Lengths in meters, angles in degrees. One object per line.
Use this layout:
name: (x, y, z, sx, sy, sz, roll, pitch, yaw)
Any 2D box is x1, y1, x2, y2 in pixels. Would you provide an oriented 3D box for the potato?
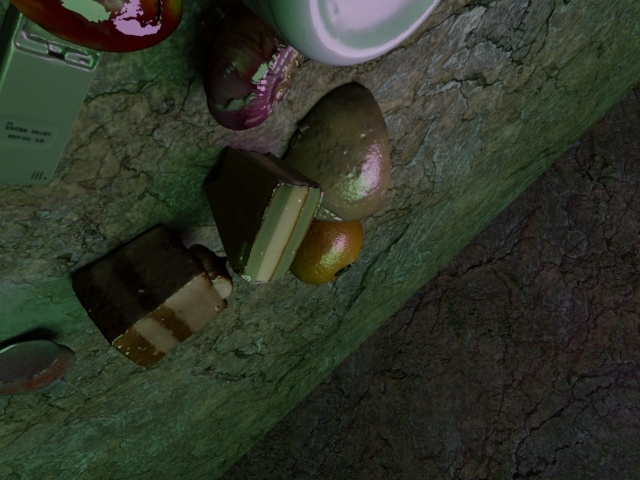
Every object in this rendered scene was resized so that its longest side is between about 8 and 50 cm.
potato: (0.045, -0.178, 1.117, 0.211, 0.189, 0.264, -22, 149, -32)

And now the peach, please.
peach: (-0.265, -0.317, 0.592, 0.279, 0.068, 0.189, -11, 127, -50)

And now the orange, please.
orange: (0.000, 0.000, 1.317, 0.236, 0.236, 0.236, -31, 153, -18)

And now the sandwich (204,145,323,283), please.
sandwich: (-0.139, -0.058, 1.047, 0.155, 0.198, 0.227, 1, 119, -52)

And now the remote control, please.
remote control: (-0.389, -0.199, 0.683, 0.123, 0.038, 0.285, -3, 134, -53)

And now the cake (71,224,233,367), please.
cake: (-0.332, 0.096, 1.057, 0.293, 0.199, 0.196, -38, 150, -14)

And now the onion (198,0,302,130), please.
onion: (-0.116, -0.289, 0.783, 0.230, 0.163, 0.230, -156, -90, -83)

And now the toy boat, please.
toy boat: (-0.646, 0.309, 1.120, 0.206, 0.096, 0.282, -20, 161, -23)

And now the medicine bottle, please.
medicine bottle: (-0.021, -0.379, 0.551, 0.256, 0.325, 0.256, -32, 153, -19)
